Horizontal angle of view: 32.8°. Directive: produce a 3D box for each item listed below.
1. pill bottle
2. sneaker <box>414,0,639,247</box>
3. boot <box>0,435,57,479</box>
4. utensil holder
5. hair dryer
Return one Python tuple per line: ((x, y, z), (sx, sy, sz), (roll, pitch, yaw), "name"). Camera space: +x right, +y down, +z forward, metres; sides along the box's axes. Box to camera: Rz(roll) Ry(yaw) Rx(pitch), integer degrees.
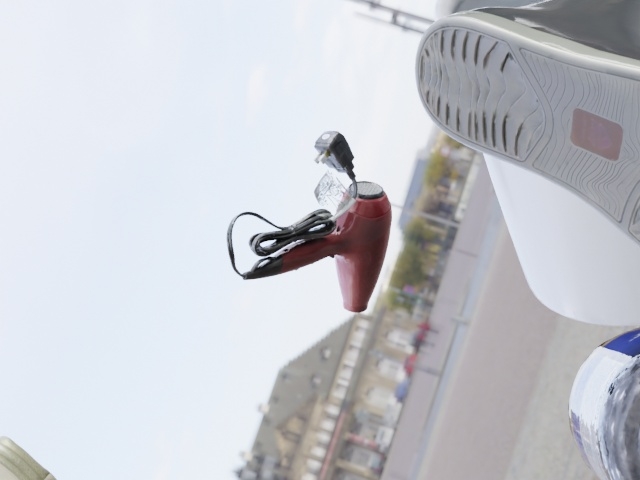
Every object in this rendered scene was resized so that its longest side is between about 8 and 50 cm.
((0.224, 0.115, 0.657), (0.219, 0.122, 0.123), (33, -104, -84), "pill bottle")
((0.160, -0.060, 0.474), (0.118, 0.222, 0.083), (-29, -40, -35), "sneaker")
((-0.336, 0.335, 1.180), (0.077, 0.213, 0.165), (-31, 7, 41), "boot")
((0.337, -0.140, 1.261), (0.328, 0.327, 0.386), (-64, -40, -50), "utensil holder")
((0.000, 0.000, 1.472), (0.223, 0.080, 0.293), (-44, -47, -4), "hair dryer")
